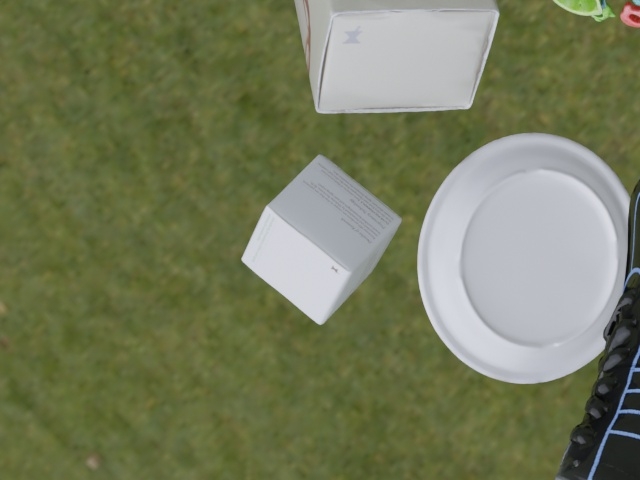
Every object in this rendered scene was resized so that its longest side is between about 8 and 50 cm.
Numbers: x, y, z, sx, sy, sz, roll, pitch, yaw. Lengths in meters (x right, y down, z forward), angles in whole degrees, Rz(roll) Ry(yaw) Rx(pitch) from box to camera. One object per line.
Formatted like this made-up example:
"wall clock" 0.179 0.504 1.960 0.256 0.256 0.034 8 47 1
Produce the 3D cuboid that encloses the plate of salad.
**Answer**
"plate of salad" 0.165 0.014 1.465 0.200 0.200 0.048 56 165 -14

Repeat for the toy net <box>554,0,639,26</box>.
"toy net" 0.374 -0.267 2.082 0.232 0.045 0.122 12 152 39

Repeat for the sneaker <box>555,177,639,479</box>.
"sneaker" 0.120 0.065 0.635 0.090 0.232 0.081 -3 142 -3

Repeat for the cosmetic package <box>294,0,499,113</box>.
"cosmetic package" 0.052 -0.265 1.666 0.153 0.296 0.129 -1 141 -10

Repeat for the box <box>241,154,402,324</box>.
"box" 0.000 0.000 1.683 0.102 0.087 0.101 38 145 7
